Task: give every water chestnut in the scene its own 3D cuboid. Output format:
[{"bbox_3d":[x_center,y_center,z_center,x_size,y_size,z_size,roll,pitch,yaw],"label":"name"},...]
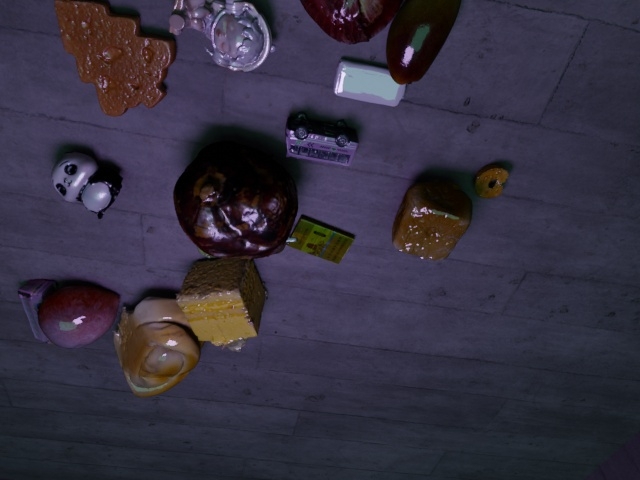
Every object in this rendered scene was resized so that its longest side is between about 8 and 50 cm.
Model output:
[{"bbox_3d":[-0.225,-0.091,1.242,0.335,0.335,0.347,-1,157,1],"label":"water chestnut"}]

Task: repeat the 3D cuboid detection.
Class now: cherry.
[{"bbox_3d":[-0.847,0.269,1.547,0.239,0.206,0.239,2,122,3],"label":"cherry"}]

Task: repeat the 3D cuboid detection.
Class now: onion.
[{"bbox_3d":[0.069,-0.550,0.925,0.252,0.219,0.252,1,118,1],"label":"onion"}]

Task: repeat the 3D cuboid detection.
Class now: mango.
[{"bbox_3d":[0.235,-0.500,1.029,0.133,0.111,0.267,28,116,3],"label":"mango"}]

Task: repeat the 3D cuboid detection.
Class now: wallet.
[{"bbox_3d":[0.131,-0.408,1.145,0.190,0.033,0.095,10,128,-7],"label":"wallet"}]

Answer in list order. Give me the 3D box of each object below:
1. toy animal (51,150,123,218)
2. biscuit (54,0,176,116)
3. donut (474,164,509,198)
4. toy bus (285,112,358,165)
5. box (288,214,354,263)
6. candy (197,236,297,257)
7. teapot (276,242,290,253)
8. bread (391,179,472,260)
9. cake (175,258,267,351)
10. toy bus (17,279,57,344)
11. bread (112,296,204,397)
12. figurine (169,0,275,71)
[{"bbox_3d":[-0.682,-0.161,1.267,0.179,0.138,0.166,34,104,-28],"label":"toy animal"},{"bbox_3d":[-0.518,-0.470,1.095,0.284,0.043,0.306,-31,119,23],"label":"biscuit"},{"bbox_3d":[0.504,-0.179,1.308,0.097,0.043,0.108,9,127,-7],"label":"donut"},{"bbox_3d":[-0.001,-0.274,1.209,0.198,0.096,0.108,8,131,-9],"label":"toy bus"},{"bbox_3d":[0.000,0.000,1.452,0.193,0.030,0.121,21,124,-14],"label":"box"},{"bbox_3d":[-0.236,0.004,1.395,0.335,0.093,0.092,-1,126,12],"label":"candy"},{"bbox_3d":[-0.157,0.011,1.436,0.121,0.068,0.076,-11,126,8],"label":"teapot"},{"bbox_3d":[0.327,-0.065,1.317,0.195,0.176,0.246,17,140,1],"label":"bread"},{"bbox_3d":[-0.312,0.216,1.495,0.222,0.227,0.286,-9,124,12],"label":"cake"},{"bbox_3d":[-1.017,0.266,1.619,0.112,0.090,0.274,11,125,3],"label":"toy bus"},{"bbox_3d":[-0.602,0.384,1.607,0.329,0.245,0.424,28,126,-19],"label":"bread"},{"bbox_3d":[-0.218,-0.488,1.018,0.236,0.141,0.162,25,128,-18],"label":"figurine"}]
